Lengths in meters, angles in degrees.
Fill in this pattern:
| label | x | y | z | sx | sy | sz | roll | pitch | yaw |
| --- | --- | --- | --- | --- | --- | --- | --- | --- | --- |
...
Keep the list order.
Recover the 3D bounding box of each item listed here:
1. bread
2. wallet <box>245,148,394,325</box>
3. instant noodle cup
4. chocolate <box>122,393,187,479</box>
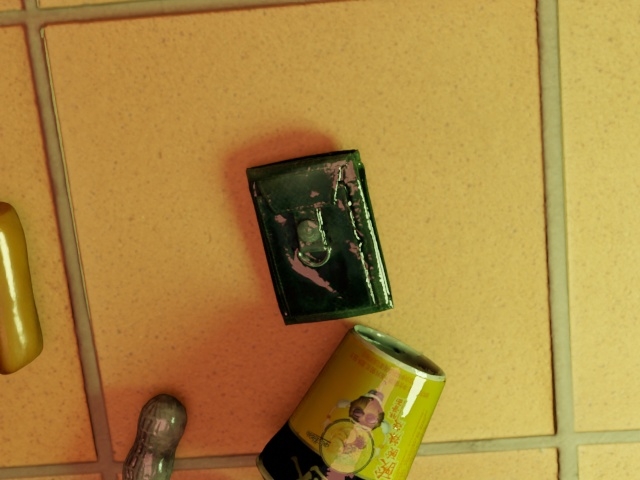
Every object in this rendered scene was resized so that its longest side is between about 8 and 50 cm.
| label | x | y | z | sx | sy | sz | roll | pitch | yaw |
| --- | --- | --- | --- | --- | --- | --- | --- | --- | --- |
| bread | -0.429 | 0.066 | 1.741 | 0.074 | 0.092 | 0.239 | -11 | 109 | -14 |
| wallet | 0.000 | 0.001 | 1.720 | 0.160 | 0.055 | 0.236 | -9 | 108 | 13 |
| instant noodle cup | 0.055 | 0.251 | 1.727 | 0.215 | 0.215 | 0.236 | 28 | 97 | -6 |
| chocolate | -0.237 | 0.296 | 1.814 | 0.072 | 0.072 | 0.167 | 16 | 107 | -2 |
